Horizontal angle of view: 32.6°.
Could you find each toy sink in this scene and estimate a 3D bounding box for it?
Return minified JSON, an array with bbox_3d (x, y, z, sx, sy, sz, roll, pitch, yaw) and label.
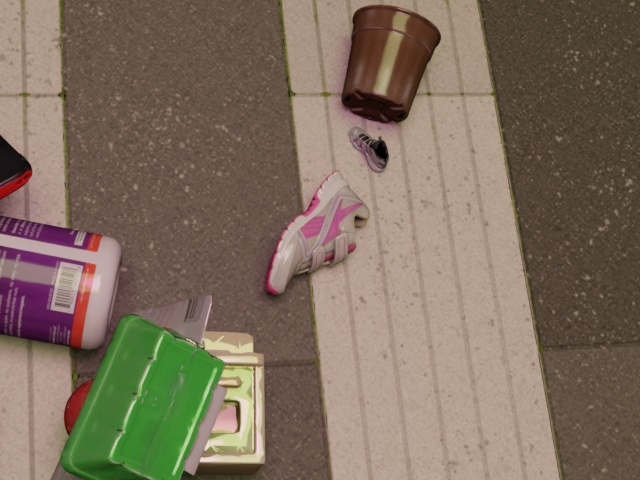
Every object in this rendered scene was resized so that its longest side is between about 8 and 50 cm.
[{"bbox_3d":[-0.170,0.241,1.718,0.153,0.131,0.234,4,69,-12],"label":"toy sink"}]

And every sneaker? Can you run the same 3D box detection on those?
[{"bbox_3d":[0.093,-0.175,1.961,0.038,0.069,0.098,-35,81,-22],"label":"sneaker"},{"bbox_3d":[0.000,0.000,1.859,0.111,0.103,0.252,36,68,4],"label":"sneaker"}]

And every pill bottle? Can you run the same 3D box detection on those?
[{"bbox_3d":[-0.478,0.056,1.691,0.323,0.181,0.181,11,68,-8],"label":"pill bottle"}]

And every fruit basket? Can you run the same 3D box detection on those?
[{"bbox_3d":[-0.276,0.246,1.583,0.165,0.353,0.327,28,68,-19],"label":"fruit basket"}]

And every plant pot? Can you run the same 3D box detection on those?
[{"bbox_3d":[0.118,-0.311,1.975,0.167,0.167,0.165,17,75,-6],"label":"plant pot"}]

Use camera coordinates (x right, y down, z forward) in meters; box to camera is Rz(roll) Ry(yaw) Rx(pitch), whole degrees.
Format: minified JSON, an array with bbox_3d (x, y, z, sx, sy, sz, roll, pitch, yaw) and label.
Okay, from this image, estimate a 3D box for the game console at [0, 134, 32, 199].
[{"bbox_3d":[-0.675,-0.114,1.685,0.342,0.060,0.386,-35,52,-20],"label":"game console"}]
